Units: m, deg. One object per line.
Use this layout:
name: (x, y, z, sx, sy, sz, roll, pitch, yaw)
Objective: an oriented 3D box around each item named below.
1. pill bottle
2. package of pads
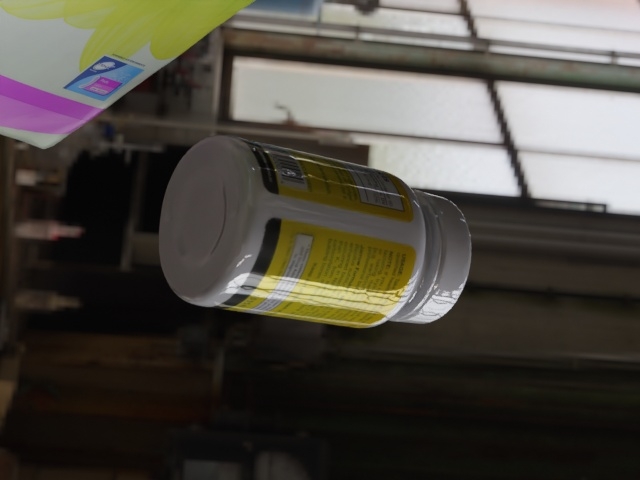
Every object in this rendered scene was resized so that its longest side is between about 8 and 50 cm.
pill bottle: (0.000, 0.000, 1.011, 0.119, 0.208, 0.119, -19, -114, 51)
package of pads: (-0.172, -0.171, 0.785, 0.296, 0.229, 0.101, 16, 46, -59)
